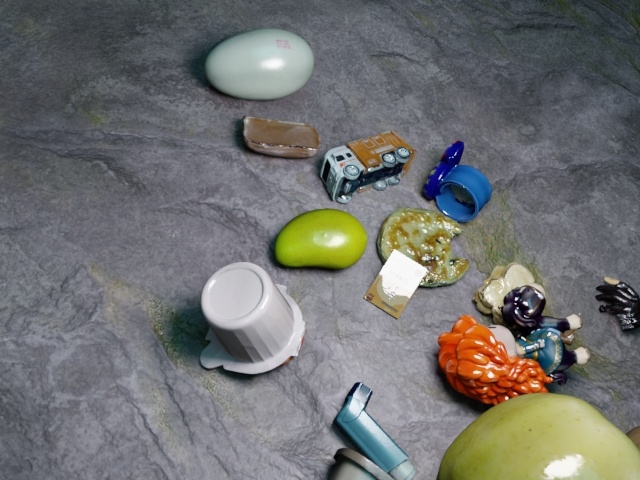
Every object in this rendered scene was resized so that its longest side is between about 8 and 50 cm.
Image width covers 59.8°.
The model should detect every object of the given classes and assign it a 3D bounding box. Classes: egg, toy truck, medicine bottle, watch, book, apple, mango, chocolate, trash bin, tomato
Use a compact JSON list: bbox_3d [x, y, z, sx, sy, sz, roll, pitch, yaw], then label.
[{"bbox_3d":[-0.201,-0.584,1.857,0.370,0.230,0.230,-11,64,-13],"label":"egg"},{"bbox_3d":[0.144,-0.250,1.805,0.305,0.136,0.162,-21,61,-26],"label":"toy truck"},{"bbox_3d":[0.141,0.493,1.411,0.124,0.079,0.258,-35,74,-28],"label":"medicine bottle"},{"bbox_3d":[0.450,-0.172,1.800,0.200,0.196,0.171,38,69,18],"label":"watch"},{"bbox_3d":[0.222,0.127,1.637,0.118,0.012,0.172,32,84,7],"label":"book"},{"bbox_3d":[0.493,0.577,1.239,0.473,0.474,0.474,6,60,-10],"label":"apple"},{"bbox_3d":[0.003,-0.007,1.625,0.272,0.149,0.186,3,63,-6],"label":"mango"},{"bbox_3d":[-0.130,-0.320,1.809,0.261,0.083,0.161,7,43,-10],"label":"chocolate"},{"bbox_3d":[0.071,0.638,1.243,0.219,0.220,0.250,32,66,8],"label":"trash bin"},{"bbox_3d":[-0.115,0.273,1.476,0.155,0.069,0.156,-7,54,10],"label":"tomato"}]

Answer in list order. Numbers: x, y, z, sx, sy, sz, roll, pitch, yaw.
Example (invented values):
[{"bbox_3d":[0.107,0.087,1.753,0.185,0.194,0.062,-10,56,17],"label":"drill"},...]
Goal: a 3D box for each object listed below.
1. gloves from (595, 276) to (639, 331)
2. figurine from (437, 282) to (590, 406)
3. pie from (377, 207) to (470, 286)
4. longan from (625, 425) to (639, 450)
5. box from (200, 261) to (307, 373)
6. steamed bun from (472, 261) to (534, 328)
[{"bbox_3d":[0.956,0.190,1.759,0.129,0.106,0.181,-13,68,-17],"label":"gloves"},{"bbox_3d":[0.531,0.291,1.512,0.411,0.241,0.306,-32,98,-16],"label":"figurine"},{"bbox_3d":[0.319,0.015,1.733,0.302,0.067,0.303,6,61,-11],"label":"pie"},{"bbox_3d":[0.897,0.622,1.423,0.299,0.243,0.300,-5,46,6],"label":"longan"},{"bbox_3d":[-0.206,0.185,1.390,0.291,0.206,0.262,-27,54,-7],"label":"box"},{"bbox_3d":[0.566,0.173,1.681,0.177,0.106,0.192,-43,90,-15],"label":"steamed bun"}]
